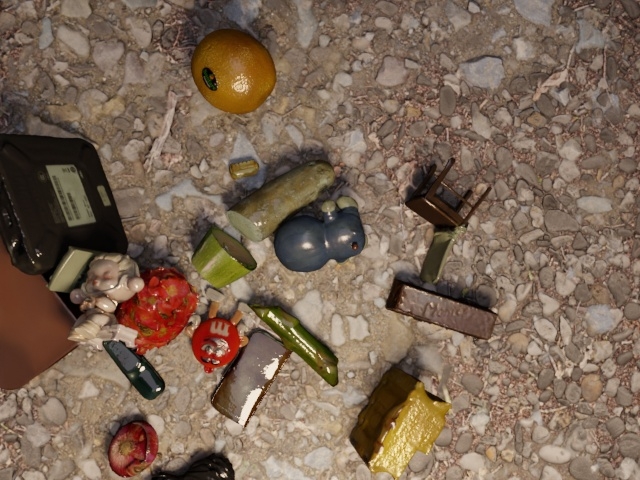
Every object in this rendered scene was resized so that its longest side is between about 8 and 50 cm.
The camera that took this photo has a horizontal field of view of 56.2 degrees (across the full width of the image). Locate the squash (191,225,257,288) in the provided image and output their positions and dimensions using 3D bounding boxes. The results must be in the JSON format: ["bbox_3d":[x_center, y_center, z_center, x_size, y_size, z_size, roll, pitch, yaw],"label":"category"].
[{"bbox_3d":[-0.272,0.050,1.645,0.122,0.170,0.170,-41,93,4],"label":"squash"}]

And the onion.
[{"bbox_3d":[-0.483,0.567,1.618,0.149,0.140,0.150,-14,57,23],"label":"onion"}]

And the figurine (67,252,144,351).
[{"bbox_3d":[-0.498,0.130,1.437,0.144,0.181,0.257,28,53,-35],"label":"figurine"}]

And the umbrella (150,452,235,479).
[{"bbox_3d":[-0.398,0.676,1.625,0.339,0.118,0.118,-19,89,-3],"label":"umbrella"}]

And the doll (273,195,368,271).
[{"bbox_3d":[0.000,0.000,1.678,0.258,0.154,0.228,-12,129,6],"label":"doll"}]

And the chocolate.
[{"bbox_3d":[0.360,0.204,1.742,0.320,0.112,0.112,19,87,-6],"label":"chocolate"}]

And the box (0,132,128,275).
[{"bbox_3d":[-0.664,-0.103,1.520,0.090,0.350,0.360,-21,89,26],"label":"box"}]

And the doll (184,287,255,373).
[{"bbox_3d":[-0.289,0.258,1.666,0.183,0.085,0.217,24,77,-3],"label":"doll"}]

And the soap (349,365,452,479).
[{"bbox_3d":[0.200,0.488,1.618,0.143,0.281,0.259,35,84,-7],"label":"soap"}]

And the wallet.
[{"bbox_3d":[-0.199,0.384,1.696,0.137,0.031,0.255,33,81,-1],"label":"wallet"}]

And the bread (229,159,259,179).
[{"bbox_3d":[-0.219,-0.204,1.725,0.087,0.034,0.049,-17,75,-12],"label":"bread"}]

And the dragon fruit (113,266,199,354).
[{"bbox_3d":[-0.445,0.190,1.594,0.210,0.205,0.268,38,121,13],"label":"dragon fruit"}]

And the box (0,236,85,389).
[{"bbox_3d":[-0.766,0.174,1.530,0.239,0.229,0.339,-38,92,-9],"label":"box"}]

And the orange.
[{"bbox_3d":[-0.237,-0.461,1.647,0.236,0.236,0.237,0,87,-8],"label":"orange"}]

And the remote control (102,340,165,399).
[{"bbox_3d":[-0.515,0.342,1.648,0.072,0.042,0.222,-40,92,-6],"label":"remote control"}]

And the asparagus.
[{"bbox_3d":[-0.065,0.275,1.689,0.343,0.082,0.085,45,77,-5],"label":"asparagus"}]

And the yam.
[{"bbox_3d":[-0.100,-0.118,1.695,0.330,0.133,0.133,-34,92,-12],"label":"yam"}]

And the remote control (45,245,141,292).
[{"bbox_3d":[-0.572,0.085,1.530,0.038,0.285,0.124,32,90,17],"label":"remote control"}]

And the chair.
[{"bbox_3d":[0.332,-0.057,1.734,0.186,0.160,0.319,35,82,-10],"label":"chair"}]
